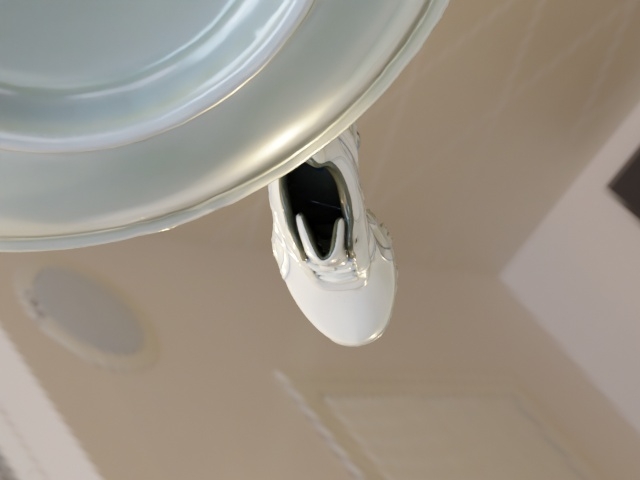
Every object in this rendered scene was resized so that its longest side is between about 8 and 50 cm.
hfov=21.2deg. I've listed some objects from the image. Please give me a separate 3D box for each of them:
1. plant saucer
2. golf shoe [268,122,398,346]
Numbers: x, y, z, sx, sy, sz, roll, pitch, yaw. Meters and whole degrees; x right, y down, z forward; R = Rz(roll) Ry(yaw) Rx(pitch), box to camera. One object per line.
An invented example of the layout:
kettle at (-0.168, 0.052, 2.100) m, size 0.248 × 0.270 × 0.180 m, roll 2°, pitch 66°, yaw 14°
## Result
plant saucer at (-0.103, -0.147, 0.665) m, size 0.400 × 0.400 × 0.100 m, roll 24°, pitch -158°, yaw -29°
golf shoe at (0.000, 0.000, 0.922) m, size 0.086 × 0.069 × 0.176 m, roll -86°, pitch -16°, yaw -55°
